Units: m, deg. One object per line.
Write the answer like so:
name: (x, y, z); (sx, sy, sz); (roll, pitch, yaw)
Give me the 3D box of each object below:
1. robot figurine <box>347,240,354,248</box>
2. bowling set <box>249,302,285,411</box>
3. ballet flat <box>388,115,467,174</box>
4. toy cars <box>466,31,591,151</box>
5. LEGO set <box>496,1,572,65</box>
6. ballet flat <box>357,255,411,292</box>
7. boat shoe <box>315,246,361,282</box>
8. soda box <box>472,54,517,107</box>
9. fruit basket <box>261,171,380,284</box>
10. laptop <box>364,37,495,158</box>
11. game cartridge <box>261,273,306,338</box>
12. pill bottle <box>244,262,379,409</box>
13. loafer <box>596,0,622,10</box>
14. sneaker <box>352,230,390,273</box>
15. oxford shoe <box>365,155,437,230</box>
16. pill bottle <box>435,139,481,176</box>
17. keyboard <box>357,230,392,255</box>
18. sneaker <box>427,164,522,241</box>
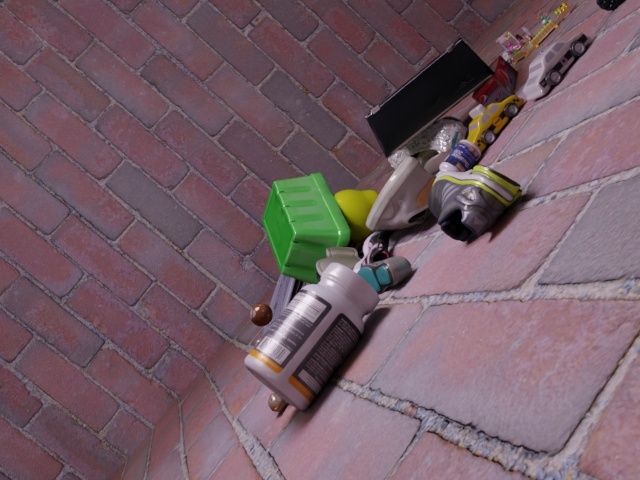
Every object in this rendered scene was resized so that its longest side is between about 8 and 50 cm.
robot figurine: (0.063, 0.016, 2.306); (0.291, 0.085, 0.211); (-53, 8, -32)
bowling set: (-0.112, 0.254, 1.552); (0.154, 0.200, 0.287); (-50, 2, 8)
ballet flat: (0.316, -0.261, 2.055); (0.147, 0.147, 0.409); (-51, 5, -19)
toy cars: (0.487, -0.370, 1.625); (0.394, 0.087, 0.176); (-45, 7, 35)
LEGO set: (0.681, -0.687, 2.156); (0.132, 0.107, 0.287); (-52, 6, -31)
ballet flat: (0.146, 0.075, 1.462); (0.068, 0.072, 0.213); (-22, -1, -16)
boat shoe: (0.049, 0.098, 1.788); (0.340, 0.127, 0.112); (-95, 7, -80)
soda box: (0.536, -0.479, 2.001); (0.092, 0.083, 0.263); (-46, 7, 33)
fruit basket: (0.032, -0.048, 2.124); (0.392, 0.392, 0.282); (-58, -10, -57)
laptop: (0.364, -0.415, 2.072); (0.382, 0.236, 0.408); (-37, -20, 16)
game cartridge: (-0.118, 0.202, 2.217); (0.196, 0.060, 0.294); (-36, 33, 53)
pill bottle: (-0.012, 0.191, 1.338); (0.278, 0.162, 0.162); (-50, 6, -17)
loafer: (0.743, -0.643, 1.542); (0.223, 0.076, 0.078); (-48, 12, 50)
sneaker: (0.150, 0.039, 1.666); (0.077, 0.072, 0.178); (-28, 26, 40)
oxford shoe: (0.214, -0.087, 1.688); (0.169, 0.130, 0.449); (-55, -4, -10)
pill bottle: (0.340, -0.188, 1.633); (0.120, 0.067, 0.067); (-50, 6, -10)
keyboard: (0.160, 0.008, 1.951); (0.108, 0.023, 0.180); (-45, 2, -26)
sneaker: (0.260, -0.062, 1.241); (0.121, 0.111, 0.300); (-54, 4, -7)
